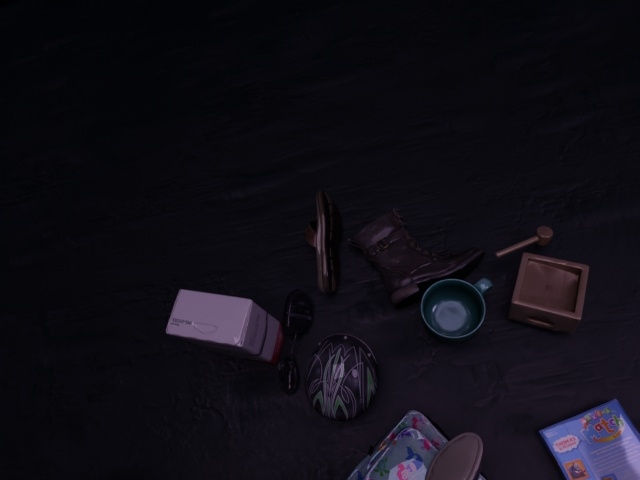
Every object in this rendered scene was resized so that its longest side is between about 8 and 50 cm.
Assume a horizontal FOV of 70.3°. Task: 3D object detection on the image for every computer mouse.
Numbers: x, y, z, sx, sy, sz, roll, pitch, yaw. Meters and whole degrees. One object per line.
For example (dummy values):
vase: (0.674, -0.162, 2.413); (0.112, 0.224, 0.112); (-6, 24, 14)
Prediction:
computer mouse: (-0.066, 0.234, 1.066); (0.041, 0.071, 0.241); (-17, 59, 53)

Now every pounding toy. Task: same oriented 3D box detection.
pounding toy: (0.468, 0.076, 0.984); (0.181, 0.094, 0.205); (13, 61, 24)

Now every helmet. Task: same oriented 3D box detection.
helmet: (0.043, 0.286, 0.948); (0.170, 0.161, 0.169); (-5, 65, 11)

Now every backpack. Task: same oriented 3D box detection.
backpack: (0.163, 0.472, 0.830); (0.253, 0.191, 0.225); (-45, 65, -2)

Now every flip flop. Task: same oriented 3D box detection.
flip flop: (0.000, 0.000, 1.130); (0.080, 0.112, 0.276); (-9, 69, 25)

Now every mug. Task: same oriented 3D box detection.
mug: (0.297, 0.156, 0.981); (0.158, 0.097, 0.129); (-7, 64, 10)

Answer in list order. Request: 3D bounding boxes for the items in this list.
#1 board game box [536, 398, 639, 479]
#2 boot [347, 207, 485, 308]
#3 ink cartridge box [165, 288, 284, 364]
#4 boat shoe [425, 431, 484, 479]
board game box: (0.532, 0.426, 0.835); (0.160, 0.039, 0.211); (-24, 64, 2)
boot: (0.219, 0.013, 1.069); (0.263, 0.091, 0.228); (-26, 61, 1)
ink cartridge box: (-0.198, 0.196, 1.004); (0.172, 0.237, 0.100); (6, 68, 16)
boat shoe: (0.209, 0.410, 0.726); (0.075, 0.065, 0.206); (-1, 48, 56)
